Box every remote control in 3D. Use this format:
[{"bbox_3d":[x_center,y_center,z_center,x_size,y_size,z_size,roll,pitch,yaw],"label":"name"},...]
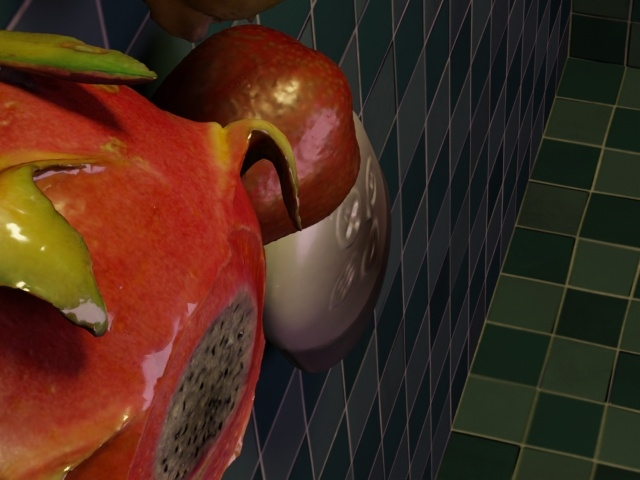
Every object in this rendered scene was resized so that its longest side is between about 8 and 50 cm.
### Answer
[{"bbox_3d":[0.000,0.000,1.457,0.332,0.103,0.221,60,46,-71],"label":"remote control"}]

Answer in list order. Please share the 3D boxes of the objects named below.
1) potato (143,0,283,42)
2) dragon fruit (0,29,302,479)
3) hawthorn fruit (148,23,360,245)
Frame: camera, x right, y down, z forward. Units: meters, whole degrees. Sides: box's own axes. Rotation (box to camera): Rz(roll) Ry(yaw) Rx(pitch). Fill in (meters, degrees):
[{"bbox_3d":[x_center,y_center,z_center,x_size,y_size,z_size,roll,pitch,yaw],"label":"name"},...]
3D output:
[{"bbox_3d":[-0.046,-0.270,0.847,0.202,0.218,0.351,-21,128,-42],"label":"potato"},{"bbox_3d":[-0.127,0.043,0.816,0.290,0.189,0.290,10,90,-76],"label":"dragon fruit"},{"bbox_3d":[-0.070,-0.049,1.098,0.203,0.163,0.162,-41,146,-32],"label":"hawthorn fruit"}]
